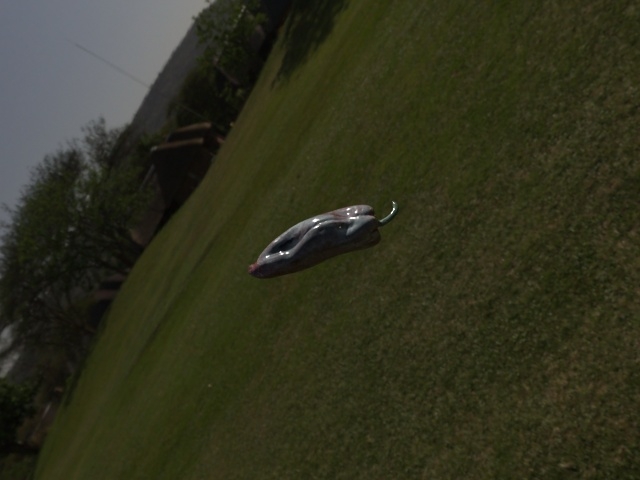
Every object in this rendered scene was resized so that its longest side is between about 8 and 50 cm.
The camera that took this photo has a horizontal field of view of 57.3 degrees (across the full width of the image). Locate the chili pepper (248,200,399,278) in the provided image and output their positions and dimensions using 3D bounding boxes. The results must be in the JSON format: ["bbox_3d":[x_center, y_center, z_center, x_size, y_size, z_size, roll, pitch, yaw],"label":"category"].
[{"bbox_3d":[0.000,-0.001,0.534,0.153,0.041,0.050,-17,15,7],"label":"chili pepper"}]
